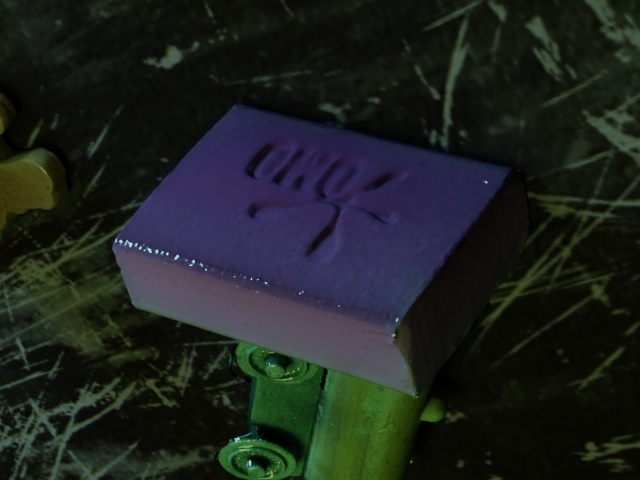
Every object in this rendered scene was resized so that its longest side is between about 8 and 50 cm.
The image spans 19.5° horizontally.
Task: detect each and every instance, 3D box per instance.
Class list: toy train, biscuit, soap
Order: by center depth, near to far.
[{"bbox_3d":[0.000,-0.001,1.364,0.259,0.181,0.081,17,140,31],"label":"soap"},{"bbox_3d":[0.012,0.104,1.552,0.189,0.126,0.307,3,142,-6],"label":"toy train"},{"bbox_3d":[-0.325,-0.069,1.710,0.236,0.040,0.144,-15,114,50],"label":"biscuit"}]
